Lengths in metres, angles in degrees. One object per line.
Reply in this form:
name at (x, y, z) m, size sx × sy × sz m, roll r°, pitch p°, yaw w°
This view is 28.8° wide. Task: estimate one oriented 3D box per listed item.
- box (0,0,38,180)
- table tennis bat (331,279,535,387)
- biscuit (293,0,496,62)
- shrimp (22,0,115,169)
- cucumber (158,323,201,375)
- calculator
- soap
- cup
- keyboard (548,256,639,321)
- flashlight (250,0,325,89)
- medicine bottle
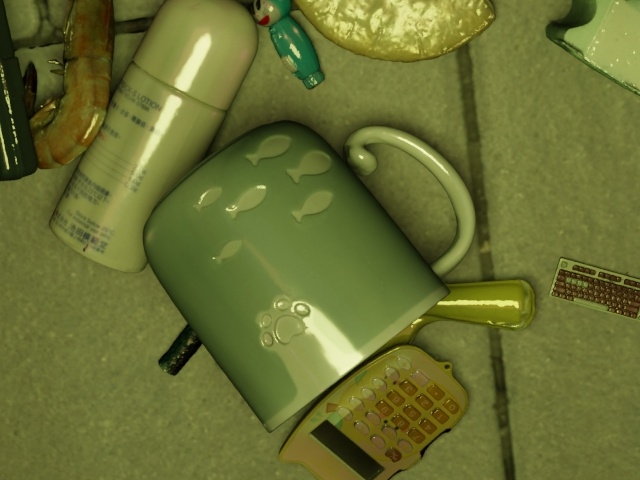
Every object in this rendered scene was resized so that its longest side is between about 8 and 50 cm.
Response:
box at (-0.404, -0.183, 1.468) m, size 0.050 × 0.160 × 0.230 m, roll -16°, pitch 100°, yaw -36°
table tennis bat at (0.076, 0.070, 1.522) m, size 0.369 × 0.054 × 0.224 m, roll 0°, pitch 97°, yaw 8°
biscuit at (0.080, -0.306, 1.463) m, size 0.265 × 0.040 × 0.188 m, roll 13°, pitch 102°, yaw 2°
shrimp at (-0.305, -0.225, 1.483) m, size 0.169 × 0.058 × 0.296 m, roll -6°, pitch 72°, yaw 36°
cucumber at (-0.151, 0.110, 1.551) m, size 0.032 × 0.032 × 0.133 m, roll 39°, pitch 99°, yaw -3°
calculator at (0.071, 0.222, 1.530) m, size 0.236 × 0.033 × 0.157 m, roll -40°, pitch 113°, yaw 14°
soap at (0.330, -0.213, 1.348) m, size 0.150 × 0.261 × 0.094 m, roll 27°, pitch 104°, yaw 0°
cup at (0.000, 0.000, 1.398) m, size 0.357 × 0.259 × 0.274 m, roll -37°, pitch 85°, yaw -16°
keyboard at (0.365, 0.065, 1.513) m, size 0.166 × 0.017 × 0.055 m, roll 16°, pitch 100°, yaw 1°
flashlight at (-0.035, -0.241, 1.478) m, size 0.051 × 0.051 × 0.129 m, roll -32°, pitch 100°, yaw 8°
medicine bottle at (-0.189, -0.137, 1.463) m, size 0.130 × 0.130 × 0.341 m, roll 28°, pitch 100°, yaw -1°
